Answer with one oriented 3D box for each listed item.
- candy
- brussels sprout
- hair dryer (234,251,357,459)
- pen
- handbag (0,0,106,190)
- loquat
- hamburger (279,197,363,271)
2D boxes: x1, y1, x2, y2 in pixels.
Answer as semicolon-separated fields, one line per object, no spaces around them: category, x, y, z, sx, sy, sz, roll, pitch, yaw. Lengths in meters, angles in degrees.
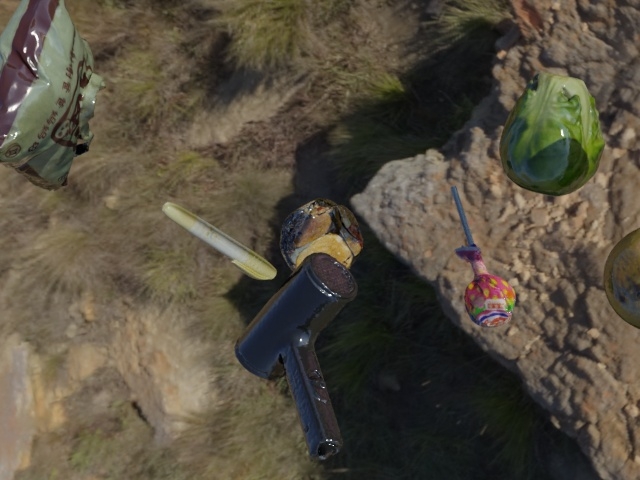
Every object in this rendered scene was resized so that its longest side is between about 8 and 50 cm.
candy;0.371;0.031;1.654;0.124;0.124;0.365;-28;65;34
brussels sprout;0.505;-0.232;1.493;0.210;0.219;0.271;11;92;54
hair dryer;-0.015;0.164;0.887;0.197;0.089;0.251;-50;39;30
pen;-0.161;0.007;1.113;0.032;0.233;0.040;-5;58;51
handbag;-0.321;-0.170;0.805;0.127;0.235;0.213;14;85;-3
loquat;0.709;0.080;1.436;0.244;0.244;0.244;3;95;36
hamburger;0.000;0.000;1.848;0.107;0.231;0.231;35;114;54
